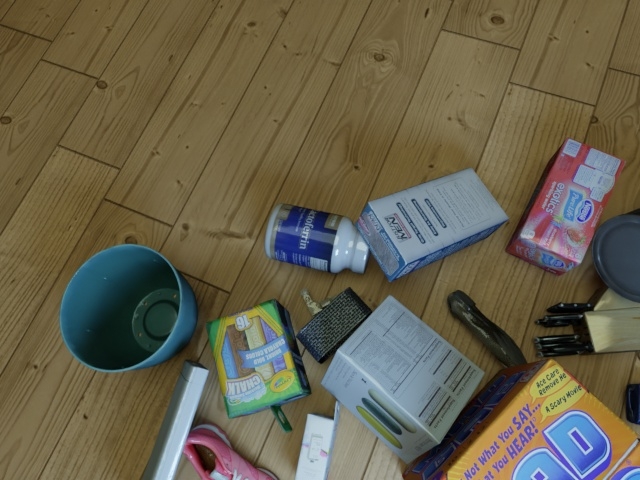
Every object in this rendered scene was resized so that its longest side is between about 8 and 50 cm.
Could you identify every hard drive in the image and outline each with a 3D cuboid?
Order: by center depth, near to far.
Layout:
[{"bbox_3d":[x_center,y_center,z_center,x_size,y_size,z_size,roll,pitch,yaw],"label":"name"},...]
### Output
[{"bbox_3d":[-0.347,0.460,1.075,0.047,0.233,0.354,20,74,-16],"label":"hard drive"}]

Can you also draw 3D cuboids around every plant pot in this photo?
[{"bbox_3d":[-0.442,0.184,1.168,0.292,0.235,0.293,-2,71,6],"label":"plant pot"}]

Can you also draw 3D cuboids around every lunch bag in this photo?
[{"bbox_3d":[0.734,0.369,1.060,0.065,0.067,0.099,9,72,9],"label":"lunch bag"}]

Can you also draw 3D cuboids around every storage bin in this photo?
[{"bbox_3d":[0.037,0.213,1.163,0.180,0.122,0.084,-41,73,-7],"label":"storage bin"}]

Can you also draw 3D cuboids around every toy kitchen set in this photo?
[{"bbox_3d":[-0.001,0.145,1.217,0.083,0.068,0.075,-28,71,-3],"label":"toy kitchen set"}]

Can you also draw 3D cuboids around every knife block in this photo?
[{"bbox_3d":[0.665,0.235,1.101,0.275,0.088,0.242,39,81,16],"label":"knife block"}]

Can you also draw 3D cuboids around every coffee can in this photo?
[{"bbox_3d":[0.798,0.004,1.058,0.275,0.202,0.202,-18,70,-21],"label":"coffee can"}]

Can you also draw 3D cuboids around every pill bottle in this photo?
[{"bbox_3d":[0.000,0.000,1.220,0.264,0.153,0.153,12,74,10],"label":"pill bottle"}]

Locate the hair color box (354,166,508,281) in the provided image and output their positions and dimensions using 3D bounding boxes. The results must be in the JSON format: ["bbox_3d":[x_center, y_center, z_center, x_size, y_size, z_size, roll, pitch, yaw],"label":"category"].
[{"bbox_3d":[0.277,-0.047,1.158,0.347,0.105,0.174,-20,68,-27],"label":"hair color box"}]

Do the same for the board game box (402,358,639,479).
[{"bbox_3d":[0.416,0.496,0.903,0.356,0.356,0.356,-43,73,-8],"label":"board game box"}]

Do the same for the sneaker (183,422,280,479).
[{"bbox_3d":[-0.207,0.553,1.074,0.313,0.136,0.116,34,80,15],"label":"sneaker"}]

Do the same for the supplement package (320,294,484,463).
[{"bbox_3d":[0.173,0.309,1.045,0.262,0.199,0.198,39,55,16],"label":"supplement package"}]

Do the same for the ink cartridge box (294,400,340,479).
[{"bbox_3d":[-0.004,0.469,1.089,0.067,0.115,0.198,10,73,10],"label":"ink cartridge box"}]

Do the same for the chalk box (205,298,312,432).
[{"bbox_3d":[-0.135,0.316,1.120,0.179,0.180,0.289,-18,70,0],"label":"chalk box"}]

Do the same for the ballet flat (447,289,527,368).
[{"bbox_3d":[0.404,0.229,1.150,0.250,0.084,0.058,48,120,16],"label":"ballet flat"}]

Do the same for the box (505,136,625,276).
[{"bbox_3d":[0.613,-0.082,1.180,0.154,0.142,0.300,27,77,14],"label":"box"}]
